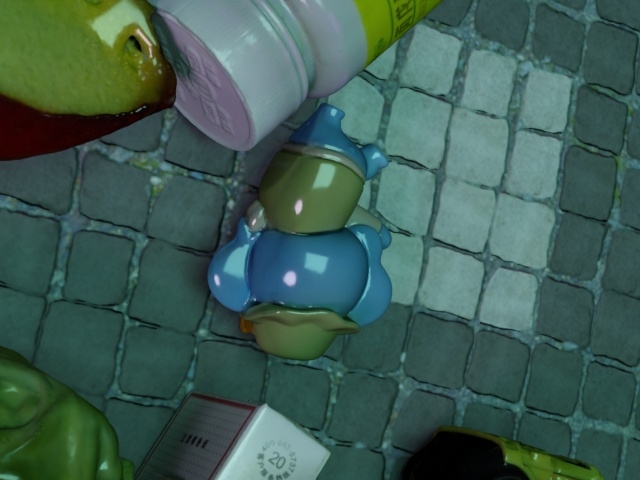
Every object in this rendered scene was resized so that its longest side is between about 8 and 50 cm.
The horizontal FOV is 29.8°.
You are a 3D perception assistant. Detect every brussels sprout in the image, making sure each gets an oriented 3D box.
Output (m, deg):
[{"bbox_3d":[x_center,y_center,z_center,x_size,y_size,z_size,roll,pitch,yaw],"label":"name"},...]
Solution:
[{"bbox_3d":[-0.325,0.228,1.060,0.328,0.247,0.328,16,63,-34],"label":"brussels sprout"}]

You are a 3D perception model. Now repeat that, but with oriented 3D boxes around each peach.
[{"bbox_3d":[-0.316,-0.200,1.121,0.361,0.201,0.258,31,56,-25],"label":"peach"}]

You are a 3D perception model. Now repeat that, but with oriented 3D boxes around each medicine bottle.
[{"bbox_3d":[0.001,-0.279,1.257,0.378,0.213,0.213,-43,104,-20],"label":"medicine bottle"}]

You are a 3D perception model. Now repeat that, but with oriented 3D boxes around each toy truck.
[{"bbox_3d":[0.195,0.419,1.322,0.254,0.180,0.405,13,83,-26],"label":"toy truck"}]

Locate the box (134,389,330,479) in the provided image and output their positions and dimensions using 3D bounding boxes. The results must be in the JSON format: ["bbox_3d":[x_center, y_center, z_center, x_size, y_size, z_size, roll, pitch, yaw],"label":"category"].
[{"bbox_3d":[-0.147,0.308,1.157,0.095,0.210,0.330,40,73,-18],"label":"box"}]

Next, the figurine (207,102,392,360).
[{"bbox_3d":[0.000,0.000,1.272,0.180,0.154,0.262,26,89,-48],"label":"figurine"}]
